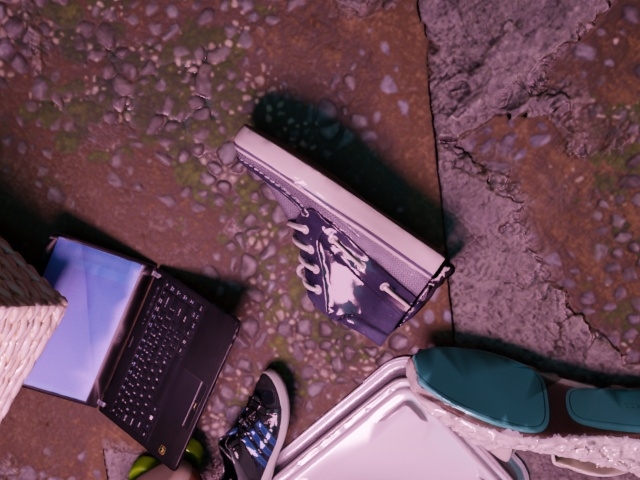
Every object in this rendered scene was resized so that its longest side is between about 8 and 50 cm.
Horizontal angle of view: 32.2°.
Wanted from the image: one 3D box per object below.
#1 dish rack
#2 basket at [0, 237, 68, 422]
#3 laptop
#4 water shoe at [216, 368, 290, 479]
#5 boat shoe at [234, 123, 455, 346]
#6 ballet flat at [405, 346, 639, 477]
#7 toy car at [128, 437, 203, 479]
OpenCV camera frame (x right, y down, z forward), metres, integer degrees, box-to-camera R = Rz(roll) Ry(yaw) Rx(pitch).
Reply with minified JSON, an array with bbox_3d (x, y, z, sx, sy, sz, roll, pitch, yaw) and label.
[{"bbox_3d":[0.098,0.359,1.571,0.333,0.072,0.285,-41,97,15],"label":"dish rack"},{"bbox_3d":[-0.566,0.121,1.430,0.328,0.266,0.331,39,105,25],"label":"basket"},{"bbox_3d":[-0.279,0.151,1.509,0.264,0.136,0.234,31,103,32],"label":"laptop"},{"bbox_3d":[-0.100,0.279,1.550,0.080,0.073,0.203,6,99,-33],"label":"water shoe"},{"bbox_3d":[0.000,0.000,1.459,0.340,0.127,0.158,35,97,-4],"label":"boat shoe"},{"bbox_3d":[0.306,0.253,1.492,0.408,0.147,0.147,12,105,2],"label":"ballet flat"},{"bbox_3d":[-0.192,0.407,1.573,0.149,0.155,0.188,-30,112,25],"label":"toy car"}]
